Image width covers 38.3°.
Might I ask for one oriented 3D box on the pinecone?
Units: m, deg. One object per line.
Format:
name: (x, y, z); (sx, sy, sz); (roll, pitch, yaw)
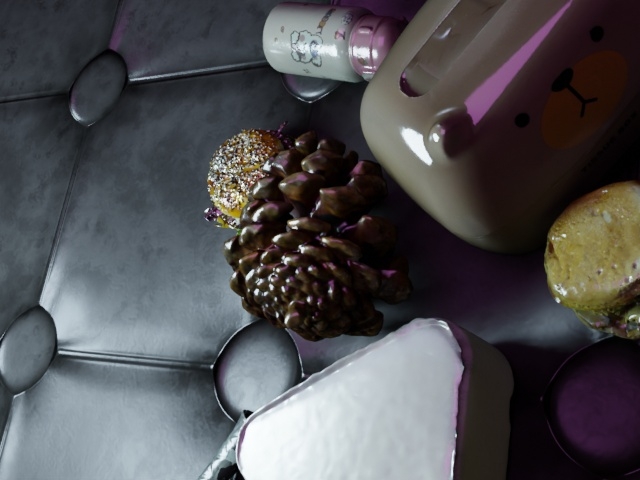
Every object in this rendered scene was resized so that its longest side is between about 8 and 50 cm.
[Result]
pinecone: (0.000, 0.000, 1.182); (0.244, 0.244, 0.309); (-18, 45, 27)

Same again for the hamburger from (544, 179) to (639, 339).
hamburger: (0.328, 0.017, 1.015); (0.159, 0.131, 0.185); (-17, 55, 37)

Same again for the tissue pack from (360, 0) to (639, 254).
tissue pack: (0.235, -0.193, 1.069); (0.387, 0.277, 0.267); (-48, 50, 7)

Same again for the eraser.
eraser: (0.098, 0.236, 1.063); (0.331, 0.150, 0.331); (-14, 65, 32)

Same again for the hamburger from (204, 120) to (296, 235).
hamburger: (-0.101, -0.086, 1.364); (0.164, 0.093, 0.190); (-4, 71, 32)

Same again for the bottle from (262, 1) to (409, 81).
bottle: (0.031, -0.287, 1.348); (0.233, 0.110, 0.110); (16, 81, 37)

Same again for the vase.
vase: (-0.134, 0.309, 1.244); (0.167, 0.059, 0.059); (-50, 52, 7)
